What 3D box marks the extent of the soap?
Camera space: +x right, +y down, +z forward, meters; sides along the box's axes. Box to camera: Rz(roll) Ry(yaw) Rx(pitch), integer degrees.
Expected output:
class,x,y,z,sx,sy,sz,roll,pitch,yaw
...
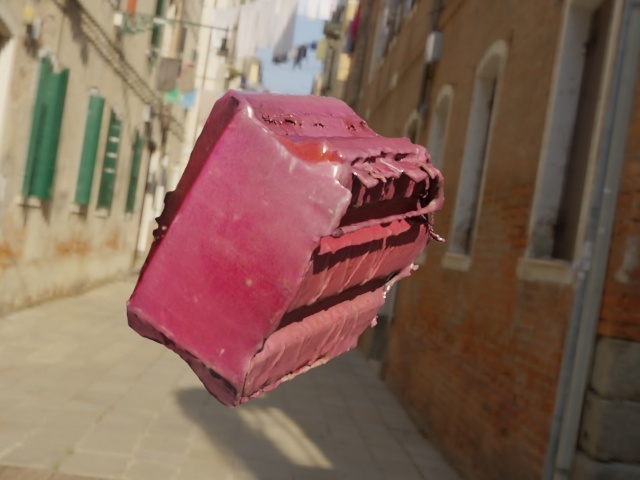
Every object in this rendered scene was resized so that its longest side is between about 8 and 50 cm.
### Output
class,x,y,z,sx,sy,sz,roll,pitch,yaw
soap,0.000,0.000,0.636,0.099,0.162,0.250,30,15,19
